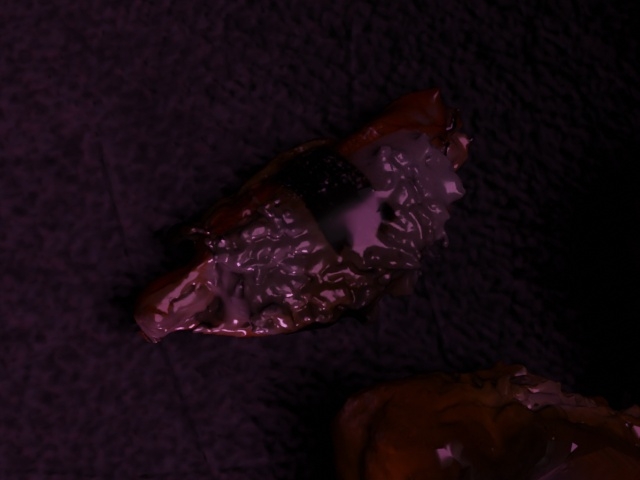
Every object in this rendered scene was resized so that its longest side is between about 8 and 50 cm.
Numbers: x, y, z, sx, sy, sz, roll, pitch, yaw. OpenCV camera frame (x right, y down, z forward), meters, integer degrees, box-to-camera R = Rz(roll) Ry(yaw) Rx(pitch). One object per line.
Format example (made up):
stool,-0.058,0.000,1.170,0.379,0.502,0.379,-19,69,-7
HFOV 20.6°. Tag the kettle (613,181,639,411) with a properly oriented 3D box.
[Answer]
kettle,0.312,0.039,1.036,0.290,0.207,0.268,-1,116,-12

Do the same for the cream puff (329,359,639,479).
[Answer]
cream puff,0.109,0.173,0.975,0.241,0.155,0.269,-45,104,-13

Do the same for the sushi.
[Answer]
sushi,0.002,0.002,0.975,0.226,0.103,0.097,-30,114,-14
